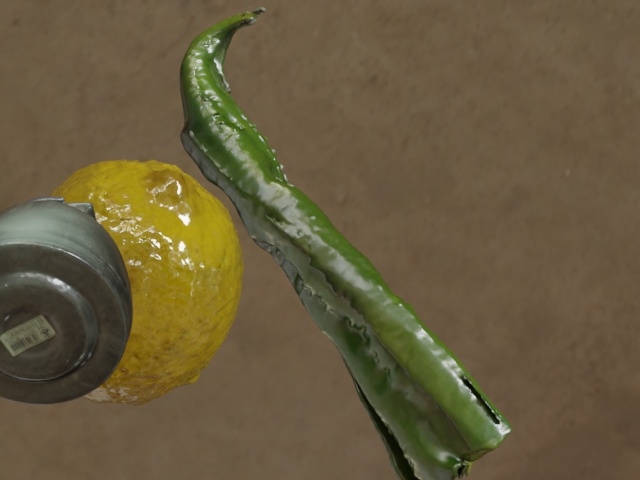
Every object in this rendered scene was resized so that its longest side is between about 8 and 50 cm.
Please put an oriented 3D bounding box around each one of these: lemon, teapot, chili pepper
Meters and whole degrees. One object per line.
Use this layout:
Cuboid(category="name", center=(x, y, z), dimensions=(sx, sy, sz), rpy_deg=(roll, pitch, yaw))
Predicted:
Cuboid(category="lemon", center=(-0.163, 0.035, 1.405), dimensions=(0.192, 0.192, 0.231), rpy_deg=(24, 116, 2))
Cuboid(category="teapot", center=(-0.165, 0.040, 0.975), dimensions=(0.111, 0.108, 0.149), rpy_deg=(11, 120, -4))
Cuboid(category="chili pepper", center=(0.000, 0.000, 1.073), dimensions=(0.085, 0.076, 0.359), rpy_deg=(-41, 70, 28))
